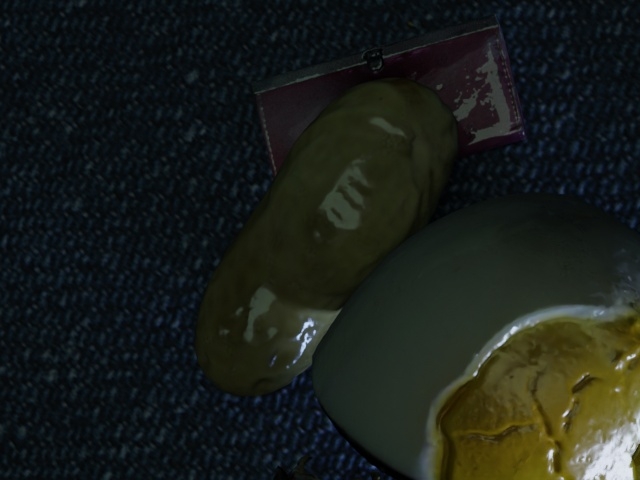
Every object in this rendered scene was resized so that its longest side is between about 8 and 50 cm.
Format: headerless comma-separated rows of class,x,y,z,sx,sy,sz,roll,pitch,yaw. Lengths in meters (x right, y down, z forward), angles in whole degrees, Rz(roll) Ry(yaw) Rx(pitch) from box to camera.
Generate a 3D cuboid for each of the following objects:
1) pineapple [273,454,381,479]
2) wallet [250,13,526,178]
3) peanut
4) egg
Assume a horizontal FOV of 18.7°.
pineapple,0.065,0.355,1.512,0.300,0.352,0.352,14,85,12
wallet,0.061,-0.116,1.740,0.232,0.025,0.119,-15,80,10
peanut,0.000,0.000,1.662,0.147,0.147,0.319,39,100,14
egg,0.172,0.063,1.525,0.337,0.337,0.201,20,116,14
